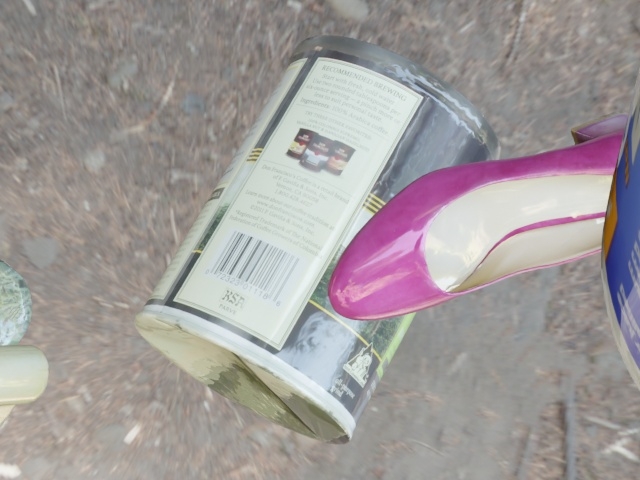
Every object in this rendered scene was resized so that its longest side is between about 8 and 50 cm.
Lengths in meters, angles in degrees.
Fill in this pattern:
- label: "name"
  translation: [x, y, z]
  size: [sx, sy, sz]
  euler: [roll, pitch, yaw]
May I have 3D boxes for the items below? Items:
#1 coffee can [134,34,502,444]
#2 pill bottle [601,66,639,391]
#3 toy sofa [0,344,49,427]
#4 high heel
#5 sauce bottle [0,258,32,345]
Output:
- label: "coffee can"
  translation: [0.000, 0.000, 1.168]
  size: [0.201, 0.201, 0.275]
  euler: [31, 74, -3]
- label: "pill bottle"
  translation: [0.148, -0.013, 0.341]
  size: [0.152, 0.272, 0.152]
  euler: [-2, 69, 4]
- label: "toy sofa"
  translation: [-0.264, -0.051, 0.674]
  size: [0.177, 0.150, 0.362]
  euler: [-53, 53, 29]
- label: "high heel"
  translation: [0.126, -0.003, 0.860]
  size: [0.244, 0.117, 0.082]
  euler: [-22, 115, -10]
- label: "sauce bottle"
  translation: [-0.387, 0.059, 1.490]
  size: [0.111, 0.344, 0.111]
  euler: [-1, 94, -22]
